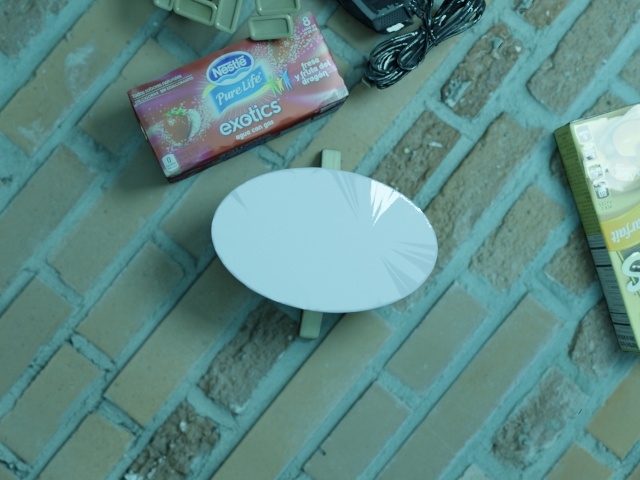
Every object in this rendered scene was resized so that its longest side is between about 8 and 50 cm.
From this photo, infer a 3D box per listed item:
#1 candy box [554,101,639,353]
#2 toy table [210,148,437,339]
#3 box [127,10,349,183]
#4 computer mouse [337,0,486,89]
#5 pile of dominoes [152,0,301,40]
[{"bbox_3d":[0.448,-0.027,1.654,0.183,0.087,0.316,-17,89,-5],"label":"candy box"},{"bbox_3d":[0.000,0.000,1.585,0.274,0.161,0.252,19,86,-4],"label":"toy table"},{"bbox_3d":[-0.105,-0.180,1.600,0.257,0.128,0.122,-25,90,-4],"label":"box"},{"bbox_3d":[0.065,-0.339,1.638,0.188,0.072,0.272,-39,82,-5],"label":"computer mouse"},{"bbox_3d":[-0.086,-0.370,1.503,0.196,0.040,0.251,24,119,12],"label":"pile of dominoes"}]
